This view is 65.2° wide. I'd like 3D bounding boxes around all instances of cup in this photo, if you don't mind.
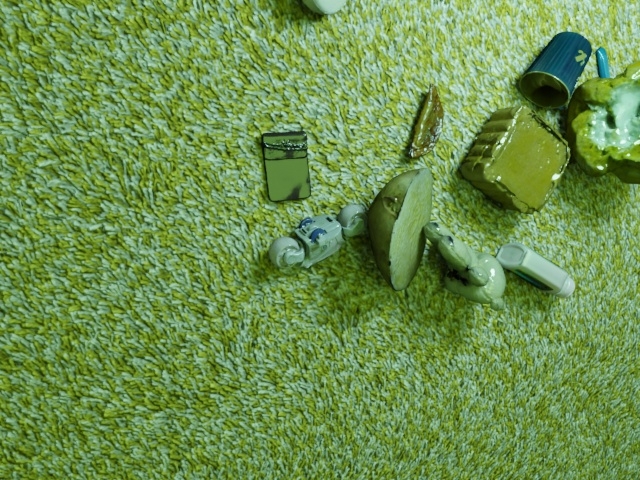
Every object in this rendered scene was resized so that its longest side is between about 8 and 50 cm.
[{"bbox_3d":[0.622,-0.433,1.308,0.155,0.131,0.176,-56,138,-9],"label":"cup"}]

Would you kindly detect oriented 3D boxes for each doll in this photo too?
[{"bbox_3d":[0.342,0.060,1.232,0.278,0.149,0.175,40,43,-33],"label":"doll"}]

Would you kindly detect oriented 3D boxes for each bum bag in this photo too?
[{"bbox_3d":[-0.076,-0.170,1.150,0.109,0.026,0.159,-9,99,-18],"label":"bum bag"}]

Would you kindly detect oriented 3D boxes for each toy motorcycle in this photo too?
[{"bbox_3d":[0.000,0.000,1.165,0.254,0.112,0.112,-25,103,-17],"label":"toy motorcycle"}]

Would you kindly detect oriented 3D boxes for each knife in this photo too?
[{"bbox_3d":[0.818,-0.398,1.418,0.044,0.026,0.296,-17,98,-19],"label":"knife"}]

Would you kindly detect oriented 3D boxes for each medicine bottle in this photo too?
[{"bbox_3d":[0.586,0.084,1.344,0.219,0.115,0.078,28,85,-19],"label":"medicine bottle"}]

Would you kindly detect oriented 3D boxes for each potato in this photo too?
[{"bbox_3d":[0.170,-0.029,1.172,0.239,0.116,0.299,-42,138,-51],"label":"potato"}]

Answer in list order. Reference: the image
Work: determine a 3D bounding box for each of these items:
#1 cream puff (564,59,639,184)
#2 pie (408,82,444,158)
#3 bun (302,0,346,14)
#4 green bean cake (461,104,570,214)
[{"bbox_3d":[0.803,-0.318,1.312,0.274,0.270,0.323,1,107,-37],"label":"cream puff"},{"bbox_3d":[0.269,-0.283,1.248,0.088,0.033,0.191,19,88,-34],"label":"pie"},{"bbox_3d":[-0.004,-0.571,1.100,0.138,0.094,0.138,-27,130,-37],"label":"bun"},{"bbox_3d":[0.494,-0.202,1.278,0.230,0.131,0.224,32,88,-21],"label":"green bean cake"}]
